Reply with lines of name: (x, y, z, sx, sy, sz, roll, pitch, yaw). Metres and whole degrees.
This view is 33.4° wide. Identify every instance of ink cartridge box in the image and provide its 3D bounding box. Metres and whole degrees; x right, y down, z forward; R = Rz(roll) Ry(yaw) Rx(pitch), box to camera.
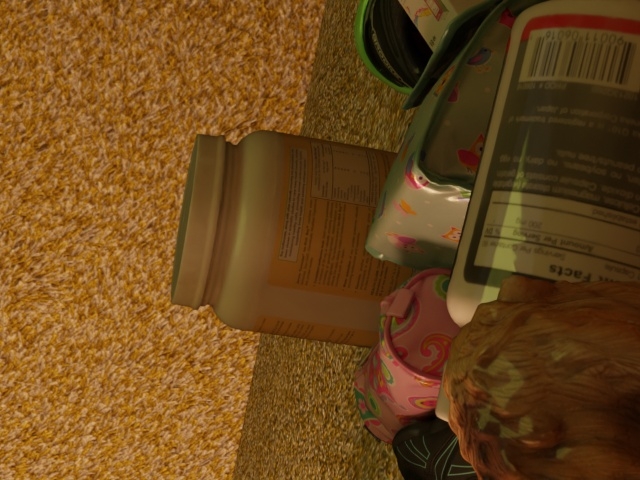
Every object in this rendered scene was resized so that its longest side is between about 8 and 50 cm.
ink cartridge box: (0.130, -0.246, 1.093, 0.122, 0.052, 0.088, 56, 163, 6)

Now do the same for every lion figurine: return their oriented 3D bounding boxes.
lion figurine: (0.152, 0.218, 0.509, 0.142, 0.240, 0.392, -142, 61, -78)

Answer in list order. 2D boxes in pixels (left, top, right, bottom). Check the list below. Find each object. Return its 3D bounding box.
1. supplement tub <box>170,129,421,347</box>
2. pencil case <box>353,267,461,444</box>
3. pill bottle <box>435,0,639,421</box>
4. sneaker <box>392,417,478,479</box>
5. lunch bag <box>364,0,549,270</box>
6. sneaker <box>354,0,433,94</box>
supplement tub: (0.000, 0.000, 1.278, 0.241, 0.331, 0.241, -171, 90, -80)
pencil case: (0.100, 0.129, 1.100, 0.284, 0.124, 0.124, 102, 173, -68)
pill bottle: (0.177, -0.003, 0.717, 0.161, 0.161, 0.283, 172, 113, -79)
sneaker: (0.133, 0.216, 1.014, 0.267, 0.101, 0.106, 114, 157, -63)
lunch bag: (0.159, -0.109, 1.008, 0.223, 0.160, 0.262, 116, 177, -70)
sneaker: (0.179, -0.383, 1.203, 0.202, 0.185, 0.483, -128, 42, -52)
